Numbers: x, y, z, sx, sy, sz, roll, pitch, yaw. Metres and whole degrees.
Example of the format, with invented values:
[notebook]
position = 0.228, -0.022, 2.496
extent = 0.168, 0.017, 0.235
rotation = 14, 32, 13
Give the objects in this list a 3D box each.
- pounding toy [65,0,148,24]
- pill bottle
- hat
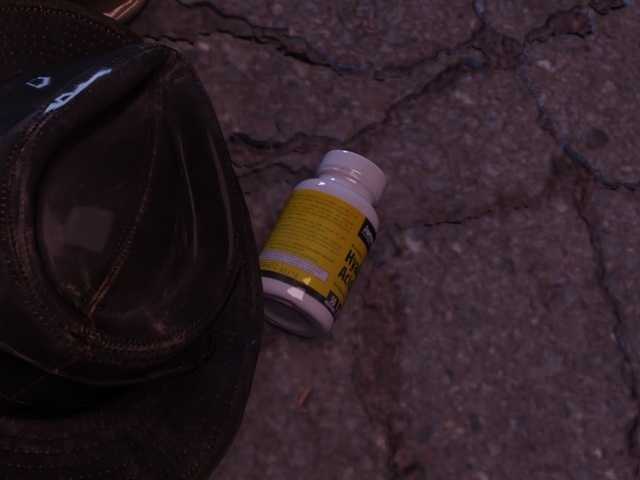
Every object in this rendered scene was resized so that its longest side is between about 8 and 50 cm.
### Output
[pounding toy]
position = -0.186, -0.224, 0.829
extent = 0.154, 0.155, 0.270
rotation = -21, 78, -15
[pill bottle]
position = 0.000, 0.000, 0.849
extent = 0.065, 0.065, 0.116
rotation = 27, 68, -4
[hat]
position = -0.123, -0.019, 0.669
extent = 0.331, 0.134, 0.331
rotation = 20, 55, -31
